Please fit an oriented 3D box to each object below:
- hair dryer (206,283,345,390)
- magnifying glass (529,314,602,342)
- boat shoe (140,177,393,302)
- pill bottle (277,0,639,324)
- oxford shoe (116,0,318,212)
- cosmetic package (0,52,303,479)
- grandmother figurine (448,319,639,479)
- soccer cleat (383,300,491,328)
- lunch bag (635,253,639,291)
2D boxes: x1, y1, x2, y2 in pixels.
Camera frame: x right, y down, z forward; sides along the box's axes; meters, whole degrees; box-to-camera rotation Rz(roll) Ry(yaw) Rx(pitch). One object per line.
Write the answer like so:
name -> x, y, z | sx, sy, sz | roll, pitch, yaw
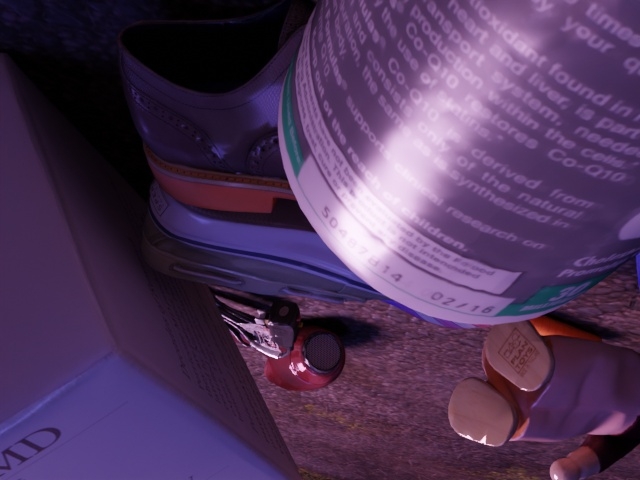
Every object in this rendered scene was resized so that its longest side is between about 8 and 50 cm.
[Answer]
hair dryer -> -0.072, 0.108, 1.278 | 0.224, 0.080, 0.293 | 21, 157, 28
magnifying glass -> 0.181, 0.072, 1.061 | 0.231, 0.026, 0.092 | 19, 157, -11
boat shoe -> 0.000, 0.000, 0.853 | 0.302, 0.109, 0.094 | 14, 139, -20
pill bottle -> 0.121, -0.119, 0.411 | 0.204, 0.204, 0.361 | 19, 151, -8
oxford shoe -> 0.033, -0.089, 0.663 | 0.364, 0.130, 0.132 | 0, 140, 19
cosmetic package -> -0.272, 0.124, 0.925 | 0.329, 0.327, 0.393 | -31, 147, 3
grandmother figurine -> 0.285, 0.141, 0.987 | 0.342, 0.104, 0.207 | 14, 120, -40
soccer cleat -> 0.077, 0.018, 0.938 | 0.248, 0.083, 0.095 | 13, 153, 12
lunch bag -> 0.330, 0.045, 0.821 | 0.129, 0.096, 0.151 | -7, 120, 41
